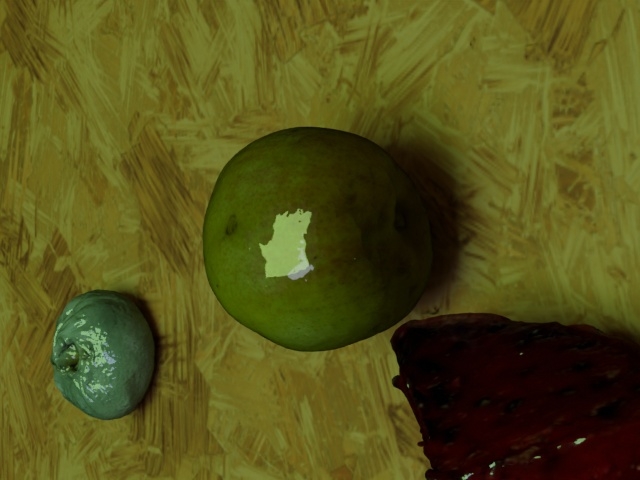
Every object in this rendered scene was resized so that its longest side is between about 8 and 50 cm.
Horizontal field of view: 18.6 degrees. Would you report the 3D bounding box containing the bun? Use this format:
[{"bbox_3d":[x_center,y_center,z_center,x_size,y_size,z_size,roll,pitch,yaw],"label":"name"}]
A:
[{"bbox_3d":[-0.235,0.119,2.025,0.141,0.083,0.140,13,106,51],"label":"bun"}]

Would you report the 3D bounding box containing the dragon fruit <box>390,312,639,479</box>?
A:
[{"bbox_3d":[0.206,0.212,1.485,0.286,0.228,0.329,-112,1,-69],"label":"dragon fruit"}]

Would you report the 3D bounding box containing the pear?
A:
[{"bbox_3d":[0.000,0.000,1.638,0.200,0.200,0.200,7,99,51],"label":"pear"}]
